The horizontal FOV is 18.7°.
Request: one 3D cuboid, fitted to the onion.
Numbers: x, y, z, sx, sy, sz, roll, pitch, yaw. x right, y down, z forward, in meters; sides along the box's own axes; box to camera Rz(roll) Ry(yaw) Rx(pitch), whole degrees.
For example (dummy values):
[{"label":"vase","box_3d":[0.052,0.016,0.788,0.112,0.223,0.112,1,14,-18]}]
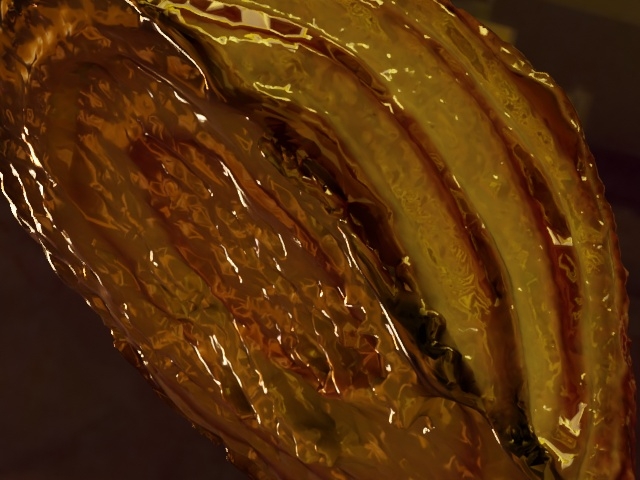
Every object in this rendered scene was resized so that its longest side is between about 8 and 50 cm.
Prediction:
[{"label":"onion","box_3d":[0.000,0.000,0.774,0.146,0.314,0.280,-45,-177,-23]}]
